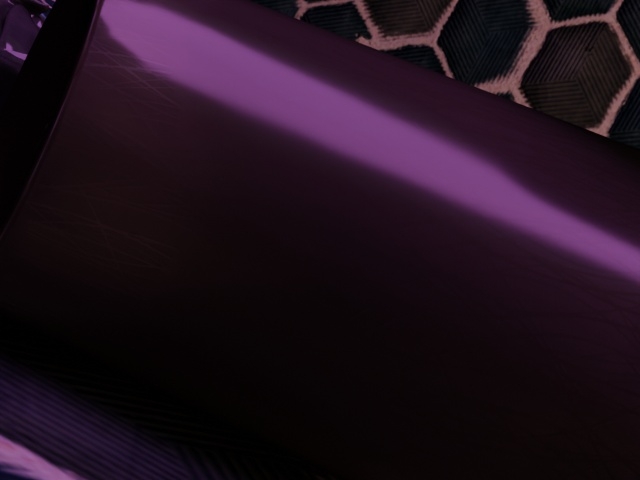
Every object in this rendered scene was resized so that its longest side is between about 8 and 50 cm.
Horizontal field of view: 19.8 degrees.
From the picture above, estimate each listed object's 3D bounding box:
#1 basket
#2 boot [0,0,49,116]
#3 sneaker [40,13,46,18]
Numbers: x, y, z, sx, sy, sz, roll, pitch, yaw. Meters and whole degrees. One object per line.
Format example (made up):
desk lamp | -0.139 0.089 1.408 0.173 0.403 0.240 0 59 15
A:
basket | 0.000 0.000 0.647 0.227 0.154 0.204 23 20 -17
boot | -0.109 -0.062 0.882 0.223 0.118 0.338 26 -6 -8
sneaker | -0.214 -0.143 1.240 0.144 0.053 0.059 35 6 33
